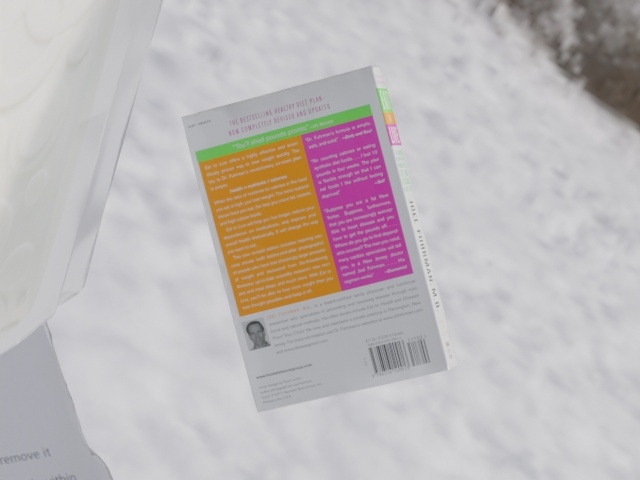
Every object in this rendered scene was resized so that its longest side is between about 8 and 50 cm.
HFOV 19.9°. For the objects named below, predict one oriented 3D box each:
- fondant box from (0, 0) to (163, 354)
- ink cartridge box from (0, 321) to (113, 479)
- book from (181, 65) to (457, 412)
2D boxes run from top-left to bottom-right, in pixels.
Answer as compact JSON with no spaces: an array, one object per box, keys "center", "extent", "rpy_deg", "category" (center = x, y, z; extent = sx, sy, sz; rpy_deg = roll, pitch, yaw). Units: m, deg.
[{"center":[-0.174,-0.143,0.343],"extent":[0.330,0.238,0.096],"rpy_deg":[27,29,14],"category":"fondant box"},{"center":[-0.198,0.099,0.496],"extent":[0.296,0.066,0.261],"rpy_deg":[-6,54,-29],"category":"ink cartridge box"},{"center":[0.000,0.000,0.854],"extent":[0.035,0.096,0.144],"rpy_deg":[-10,87,-73],"category":"book"}]
